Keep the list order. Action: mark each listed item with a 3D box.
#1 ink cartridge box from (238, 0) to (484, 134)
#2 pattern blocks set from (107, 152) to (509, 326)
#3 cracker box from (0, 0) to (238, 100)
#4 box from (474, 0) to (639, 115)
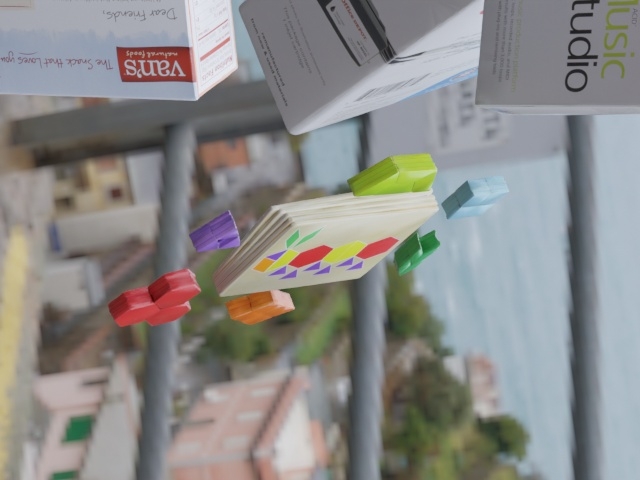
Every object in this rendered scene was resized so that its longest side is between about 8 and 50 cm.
[{"bbox_3d":[0.138,-0.278,1.949,0.285,0.395,0.166,-20,85,-33],"label":"ink cartridge box"},{"bbox_3d":[0.000,0.000,1.648,0.325,0.285,0.026,-1,62,-46],"label":"pattern blocks set"},{"bbox_3d":[-0.140,-0.200,1.069,0.067,0.156,0.232,-47,136,-59],"label":"cracker box"},{"bbox_3d":[0.281,-0.220,1.553,0.058,0.322,0.232,7,87,-51],"label":"box"}]
